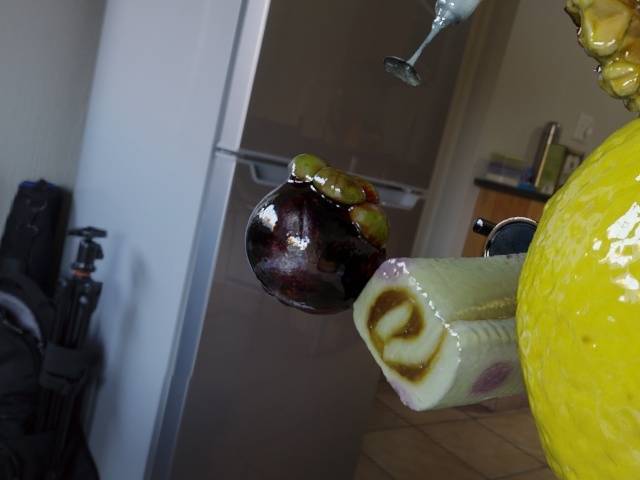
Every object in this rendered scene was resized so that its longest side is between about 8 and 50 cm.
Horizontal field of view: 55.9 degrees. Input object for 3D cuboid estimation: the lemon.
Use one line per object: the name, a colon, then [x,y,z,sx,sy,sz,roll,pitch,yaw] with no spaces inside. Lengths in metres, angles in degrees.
lemon: [0.281,0.061,0.372,0.336,0.336,0.336,13,9,-2]

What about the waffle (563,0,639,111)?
waffle: [0.412,-0.302,0.678,0.324,0.261,0.151,-29,16,-26]

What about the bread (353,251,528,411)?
bread: [0.226,0.112,0.785,0.338,0.155,0.187,0,40,-34]

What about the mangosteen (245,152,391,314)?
mangosteen: [0.000,0.000,0.816,0.209,0.210,0.210,13,9,-2]

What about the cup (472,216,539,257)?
cup: [0.463,0.012,1.344,0.177,0.166,0.239,8,49,-42]

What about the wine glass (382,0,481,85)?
wine glass: [0.205,-0.366,0.971,0.074,0.262,0.074,36,-10,7]
